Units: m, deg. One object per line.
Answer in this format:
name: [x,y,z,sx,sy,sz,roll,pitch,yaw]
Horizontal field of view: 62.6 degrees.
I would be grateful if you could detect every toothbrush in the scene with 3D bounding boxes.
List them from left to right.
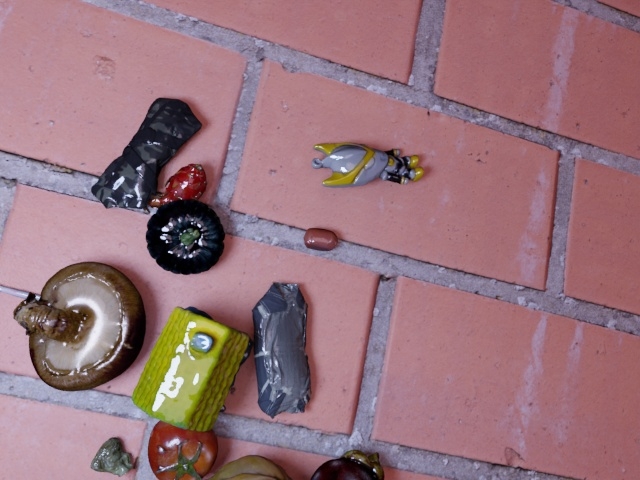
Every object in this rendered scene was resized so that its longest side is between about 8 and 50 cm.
toothbrush: [-0.756,0.111,1.247,0.269,0.021,0.027,15,56,-11]

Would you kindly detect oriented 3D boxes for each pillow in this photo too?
pillow: [-0.096,0.270,1.331,0.161,0.092,0.335,2,78,-40]

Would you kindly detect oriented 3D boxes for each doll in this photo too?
doll: [0.129,-0.205,1.454,0.316,0.103,0.146,1,77,-18]

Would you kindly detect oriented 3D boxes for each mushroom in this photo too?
mushroom: [-0.547,0.196,1.214,0.278,0.163,0.297,18,79,-18]

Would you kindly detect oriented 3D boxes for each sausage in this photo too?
sausage: [0.000,0.000,1.413,0.094,0.059,0.054,10,58,-9]

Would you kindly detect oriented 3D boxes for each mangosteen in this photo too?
mangosteen: [0.072,0.606,1.289,0.194,0.194,0.230,41,49,-4]

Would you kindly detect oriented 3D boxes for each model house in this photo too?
model house: [-0.288,0.281,1.193,0.215,0.303,0.237,23,78,-2]

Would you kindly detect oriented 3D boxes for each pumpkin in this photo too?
pumpkin: [-0.333,-0.006,1.302,0.194,0.150,0.194,3,104,10]

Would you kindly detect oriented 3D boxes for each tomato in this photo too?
tomato: [-0.322,0.483,1.223,0.167,0.167,0.167,2,81,-12]

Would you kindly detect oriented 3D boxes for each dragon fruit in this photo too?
dragon fruit: [-0.367,-0.123,1.348,0.190,0.094,0.094,-34,90,9]

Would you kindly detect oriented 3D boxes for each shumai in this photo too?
shumai: [-0.476,0.510,1.221,0.080,0.083,0.082,24,115,11]

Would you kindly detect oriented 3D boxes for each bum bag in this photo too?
bum bag: [-0.435,-0.217,1.331,0.144,0.095,0.340,28,75,12]

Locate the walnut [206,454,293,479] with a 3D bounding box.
walnut: [-0.181,0.661,1.151,0.306,0.306,0.344,38,85,-5]
